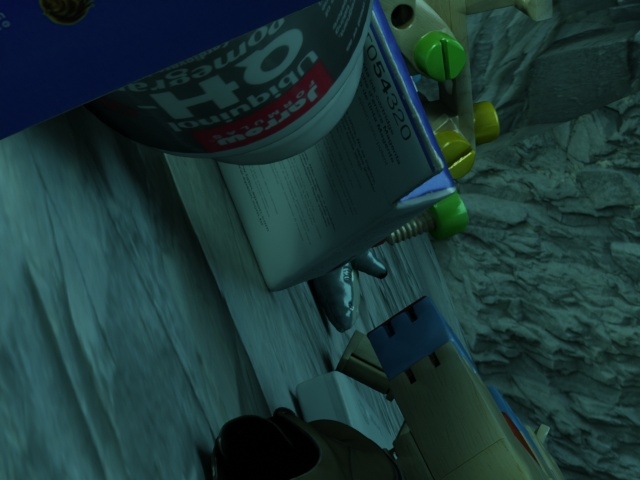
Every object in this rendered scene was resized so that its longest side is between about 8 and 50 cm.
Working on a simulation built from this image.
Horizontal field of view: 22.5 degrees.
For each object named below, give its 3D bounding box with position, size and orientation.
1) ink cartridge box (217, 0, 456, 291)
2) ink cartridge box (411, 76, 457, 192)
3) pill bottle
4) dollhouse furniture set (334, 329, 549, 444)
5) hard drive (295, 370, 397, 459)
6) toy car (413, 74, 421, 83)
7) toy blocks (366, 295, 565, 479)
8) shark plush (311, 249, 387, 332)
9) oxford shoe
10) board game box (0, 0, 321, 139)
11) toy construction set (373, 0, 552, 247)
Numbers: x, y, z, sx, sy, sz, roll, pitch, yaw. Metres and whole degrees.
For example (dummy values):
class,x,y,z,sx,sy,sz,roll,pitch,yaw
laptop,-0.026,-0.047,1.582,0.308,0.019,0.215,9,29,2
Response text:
class,x,y,z,sx,sy,sz,roll,pitch,yaw
ink cartridge box,-0.019,-0.153,1.093,0.324,0.071,0.330,68,-25,6
ink cartridge box,0.027,-0.110,1.566,0.093,0.154,0.212,61,9,-54
pill bottle,-0.071,-0.142,0.794,0.318,0.176,0.176,46,22,-72
dollhouse furniture set,0.078,0.186,1.386,0.182,0.101,0.161,27,-25,4
hard drive,0.068,0.264,1.128,0.203,0.040,0.307,57,13,-58
toy car,-0.027,-0.271,1.800,0.238,0.210,0.219,19,-56,59
toy blocks,0.129,0.209,1.017,0.381,0.191,0.261,52,7,-35
shark plush,0.000,0.000,1.443,0.067,0.073,0.161,-39,114,-52
oxford shoe,-0.008,0.121,0.829,0.096,0.083,0.227,60,5,-5
board game box,-0.031,-0.166,0.448,0.078,0.347,0.233,61,9,-48
toy construction set,0.077,-0.142,1.318,0.257,0.237,0.309,69,-15,-3
